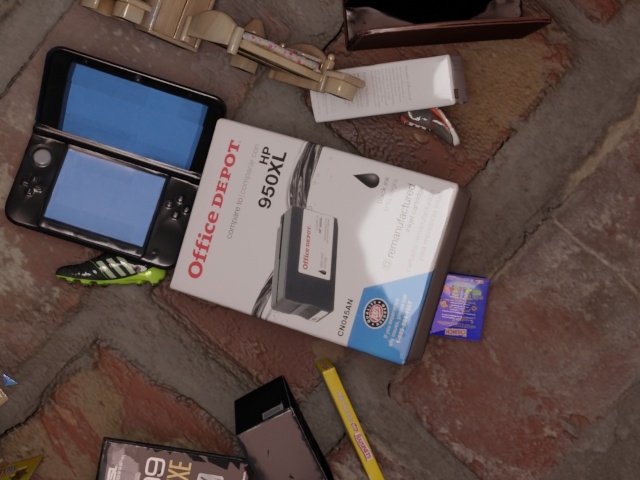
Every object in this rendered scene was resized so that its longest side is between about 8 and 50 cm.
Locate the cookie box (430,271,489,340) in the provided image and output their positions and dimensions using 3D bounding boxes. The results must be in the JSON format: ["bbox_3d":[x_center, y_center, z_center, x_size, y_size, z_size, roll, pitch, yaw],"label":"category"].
[{"bbox_3d":[0.229,0.110,1.974,0.092,0.040,0.107,8,93,-5],"label":"cookie box"}]

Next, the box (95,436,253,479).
[{"bbox_3d":[-0.252,0.481,1.858,0.242,0.076,0.307,12,84,-13],"label":"box"}]

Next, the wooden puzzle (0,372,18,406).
[{"bbox_3d":[-0.564,0.257,1.934,0.078,0.014,0.116,44,89,-6],"label":"wooden puzzle"}]

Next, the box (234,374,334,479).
[{"bbox_3d":[-0.055,0.337,1.856,0.103,0.261,0.184,-29,95,-2],"label":"box"}]

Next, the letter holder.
[{"bbox_3d":[0.193,-0.394,1.849,0.302,0.214,0.152,-5,94,-4],"label":"letter holder"}]

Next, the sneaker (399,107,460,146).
[{"bbox_3d":[0.166,-0.207,1.944,0.065,0.061,0.158,-43,86,9],"label":"sneaker"}]

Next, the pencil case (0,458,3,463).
[{"bbox_3d":[-0.721,0.329,1.846,0.410,0.160,0.183,-13,99,-1],"label":"pencil case"}]

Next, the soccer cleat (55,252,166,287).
[{"bbox_3d":[-0.343,0.040,1.919,0.179,0.060,0.072,0,84,-11],"label":"soccer cleat"}]

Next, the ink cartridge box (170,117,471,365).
[{"bbox_3d":[0.000,0.000,1.826,0.395,0.166,0.285,17,91,15],"label":"ink cartridge box"}]

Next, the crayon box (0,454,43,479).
[{"bbox_3d":[-0.589,0.450,1.851,0.319,0.202,0.081,-21,96,-2],"label":"crayon box"}]

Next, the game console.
[{"bbox_3d":[-0.324,-0.124,1.839,0.293,0.173,0.250,17,70,-5],"label":"game console"}]

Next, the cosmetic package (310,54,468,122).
[{"bbox_3d":[0.109,-0.242,1.865,0.231,0.117,0.085,-7,96,17],"label":"cosmetic package"}]

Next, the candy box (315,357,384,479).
[{"bbox_3d":[0.047,0.298,1.940,0.027,0.105,0.206,-25,96,-8],"label":"candy box"}]

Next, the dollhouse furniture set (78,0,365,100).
[{"bbox_3d":[-0.131,-0.362,1.750,0.303,0.355,0.173,16,94,-44],"label":"dollhouse furniture set"}]
